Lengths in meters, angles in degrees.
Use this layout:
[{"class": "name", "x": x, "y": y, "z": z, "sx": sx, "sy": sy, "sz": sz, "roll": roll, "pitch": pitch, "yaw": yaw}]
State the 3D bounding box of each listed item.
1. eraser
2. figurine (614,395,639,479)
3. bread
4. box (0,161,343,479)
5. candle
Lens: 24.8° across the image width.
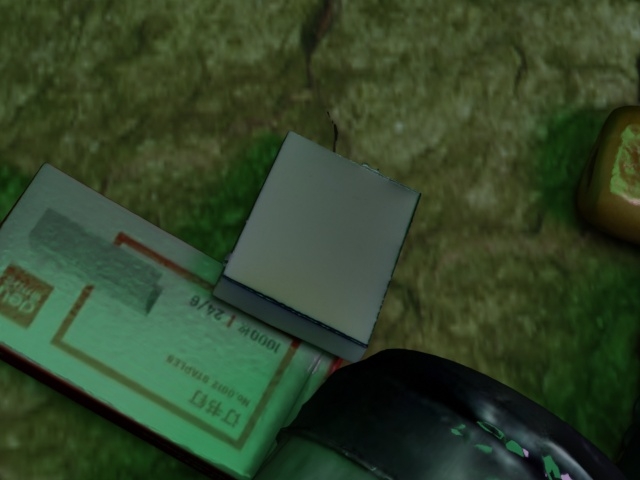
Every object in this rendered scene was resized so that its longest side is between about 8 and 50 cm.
[{"class": "eraser", "x": 0.000, "y": 0.000, "z": 0.946, "sx": 0.104, "sy": 0.023, "sz": 0.150, "roll": 26, "pitch": 45, "yaw": -4}, {"class": "figurine", "x": 0.278, "y": 0.121, "z": 0.906, "sx": 0.175, "sy": 0.197, "sz": 0.265, "roll": 33, "pitch": 49, "yaw": 1}, {"class": "bread", "x": 0.297, "y": -0.019, "z": 1.016, "sx": 0.239, "sy": 0.074, "sz": 0.092, "roll": 18, "pitch": 76, "yaw": -6}, {"class": "box", "x": -0.107, "y": 0.058, "z": 0.920, "sx": 0.229, "sy": 0.050, "sz": 0.123, "roll": 30, "pitch": 69, "yaw": -1}, {"class": "candle", "x": 0.010, "y": 0.236, "z": 0.797, "sx": 0.221, "sy": 0.221, "sz": 0.342, "roll": 38, "pitch": 71, "yaw": 2}]
